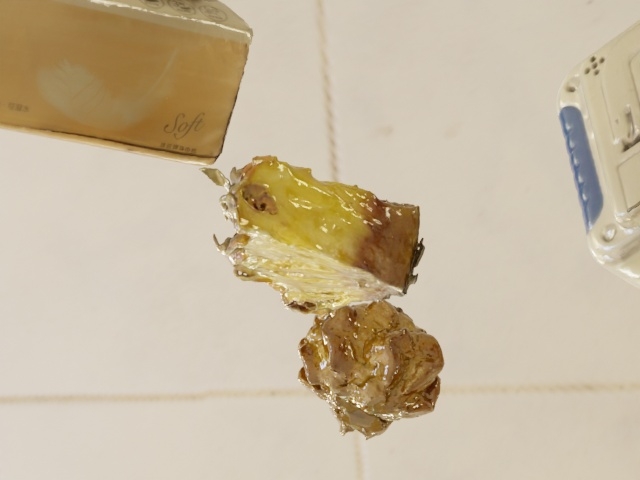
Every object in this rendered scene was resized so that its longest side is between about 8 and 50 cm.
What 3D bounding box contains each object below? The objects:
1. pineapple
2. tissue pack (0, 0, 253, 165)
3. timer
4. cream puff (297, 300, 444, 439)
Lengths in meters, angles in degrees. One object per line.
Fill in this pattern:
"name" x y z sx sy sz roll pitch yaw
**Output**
"pineapple" 0.000 0.000 0.954 0.116 0.137 0.069 8 80 24
"tissue pack" -0.234 -0.213 1.580 0.305 0.238 0.238 9 107 -28
"timer" 0.258 -0.099 1.114 0.078 0.178 0.253 28 128 -35
"cream puff" 0.039 0.104 1.416 0.122 0.094 0.116 -5 133 13
